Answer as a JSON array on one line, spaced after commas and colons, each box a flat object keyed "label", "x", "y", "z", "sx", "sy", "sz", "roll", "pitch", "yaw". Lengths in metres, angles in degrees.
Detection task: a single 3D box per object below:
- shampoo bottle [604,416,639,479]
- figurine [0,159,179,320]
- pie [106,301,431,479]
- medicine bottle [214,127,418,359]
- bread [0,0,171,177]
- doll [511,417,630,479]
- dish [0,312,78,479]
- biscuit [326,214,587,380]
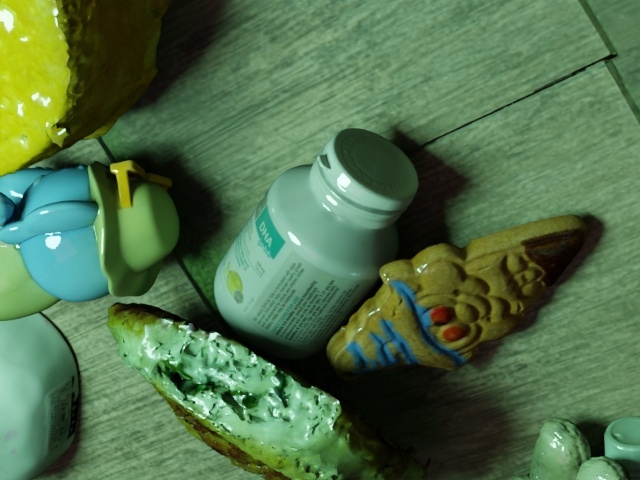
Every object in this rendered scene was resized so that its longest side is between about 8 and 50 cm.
[{"label": "shampoo bottle", "x": 0.308, "y": 0.267, "z": 1.735, "sx": 0.056, "sy": 0.056, "sz": 0.195, "roll": 6, "pitch": 121, "yaw": 20}, {"label": "figurine", "x": -0.267, "y": -0.002, "z": 1.730, "sx": 0.262, "sy": 0.153, "sz": 0.180, "roll": -10, "pitch": 137, "yaw": 4}, {"label": "pie", "x": -0.061, "y": 0.166, "z": 1.727, "sx": 0.355, "sy": 0.103, "sz": 0.288, "roll": 27, "pitch": 168, "yaw": 8}, {"label": "medicine bottle", "x": 0.000, "y": 0.000, "z": 1.654, "sx": 0.135, "sy": 0.135, "sz": 0.215, "roll": 35, "pitch": 127, "yaw": 0}, {"label": "bread", "x": -0.327, "y": -0.243, "z": 1.600, "sx": 0.398, "sy": 0.215, "sz": 0.398, "roll": 14, "pitch": 127, "yaw": 20}, {"label": "doll", "x": 0.224, "y": 0.310, "z": 1.733, "sx": 0.149, "sy": 0.175, "sz": 0.278, "roll": 7, "pitch": 116, "yaw": -1}, {"label": "dish", "x": -0.394, "y": 0.175, "z": 1.939, "sx": 0.256, "sy": 0.117, "sz": 0.256, "roll": 11, "pitch": 123, "yaw": 18}, {"label": "biscuit", "x": 0.128, "y": 0.059, "z": 1.649, "sx": 0.280, "sy": 0.043, "sz": 0.183, "roll": -28, "pitch": 143, "yaw": 17}]
